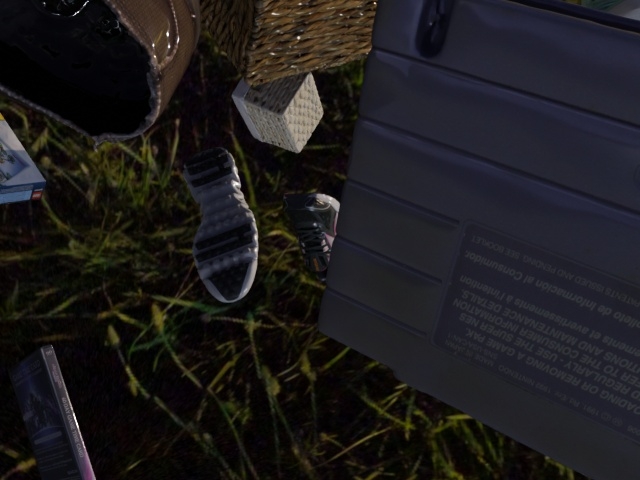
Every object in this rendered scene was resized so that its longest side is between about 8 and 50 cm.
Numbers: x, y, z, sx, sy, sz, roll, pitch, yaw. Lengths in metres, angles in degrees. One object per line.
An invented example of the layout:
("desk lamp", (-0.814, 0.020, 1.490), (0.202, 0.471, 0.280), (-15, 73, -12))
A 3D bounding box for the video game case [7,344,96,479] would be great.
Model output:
("video game case", (-0.459, 0.330, 1.146), (0.026, 0.196, 0.274), (-13, 80, -43))

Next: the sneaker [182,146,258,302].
("sneaker", (-0.154, -0.018, 1.120), (0.110, 0.118, 0.292), (-15, 56, 3))

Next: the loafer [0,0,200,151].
("loafer", (-0.195, -0.157, 0.276), (0.366, 0.134, 0.130), (24, 30, -38))

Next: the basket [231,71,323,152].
("basket", (-0.071, -0.245, 1.209), (0.103, 0.167, 0.113), (27, 78, 17))

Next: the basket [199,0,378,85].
("basket", (-0.039, -0.421, 1.087), (0.299, 0.213, 0.223), (-21, 60, -28))

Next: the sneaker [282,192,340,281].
("sneaker", (0.000, 0.000, 0.900), (0.072, 0.178, 0.077), (-3, 62, 23))

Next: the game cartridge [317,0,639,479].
("game cartridge", (0.172, 0.025, 0.324), (0.355, 0.230, 0.068), (24, 37, 22))

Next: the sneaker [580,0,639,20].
("sneaker", (0.346, -0.284, 0.785), (0.094, 0.256, 0.151), (3, 91, 9))

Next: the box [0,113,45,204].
("box", (-0.588, -0.152, 1.115), (0.159, 0.044, 0.233), (-15, 57, -46))
